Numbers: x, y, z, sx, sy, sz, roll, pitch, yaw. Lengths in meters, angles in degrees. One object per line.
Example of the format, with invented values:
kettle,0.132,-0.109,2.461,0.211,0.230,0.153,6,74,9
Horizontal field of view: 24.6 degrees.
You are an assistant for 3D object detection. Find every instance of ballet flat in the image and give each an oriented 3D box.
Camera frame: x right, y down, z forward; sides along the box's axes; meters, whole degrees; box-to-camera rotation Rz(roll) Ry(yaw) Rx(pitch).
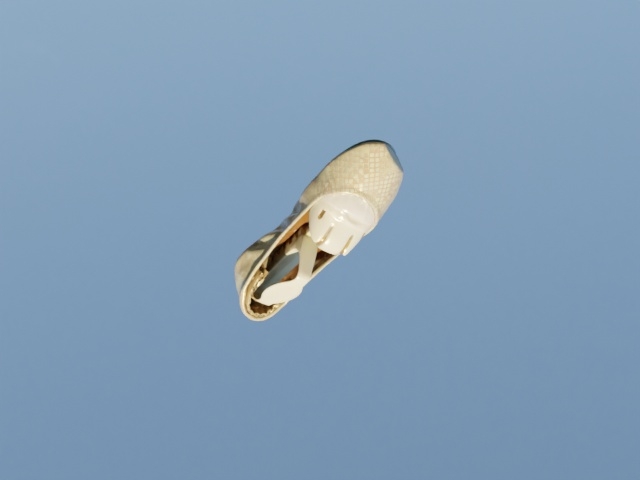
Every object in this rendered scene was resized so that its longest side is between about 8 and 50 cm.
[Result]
ballet flat,0.000,0.000,0.973,0.057,0.168,0.052,24,-136,-23
